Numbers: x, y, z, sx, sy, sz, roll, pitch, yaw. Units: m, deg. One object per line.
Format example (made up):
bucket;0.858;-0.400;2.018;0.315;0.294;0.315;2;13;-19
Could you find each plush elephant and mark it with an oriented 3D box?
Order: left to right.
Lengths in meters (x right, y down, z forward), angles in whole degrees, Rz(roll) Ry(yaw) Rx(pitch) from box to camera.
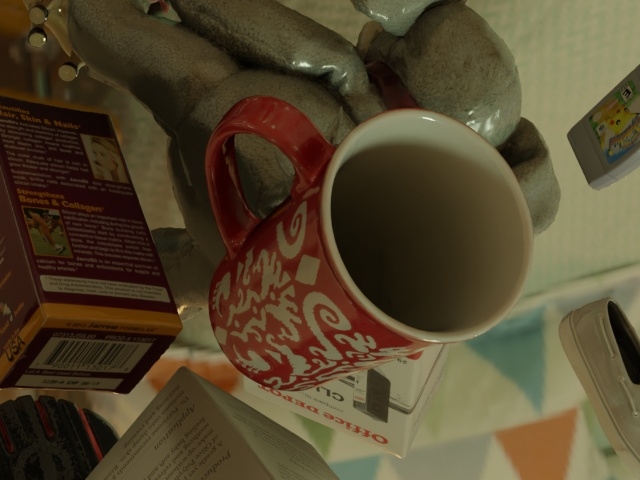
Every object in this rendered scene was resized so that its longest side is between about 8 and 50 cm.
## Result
plush elephant;0.021;-0.088;1.119;0.255;0.272;0.330;-28;-158;-32

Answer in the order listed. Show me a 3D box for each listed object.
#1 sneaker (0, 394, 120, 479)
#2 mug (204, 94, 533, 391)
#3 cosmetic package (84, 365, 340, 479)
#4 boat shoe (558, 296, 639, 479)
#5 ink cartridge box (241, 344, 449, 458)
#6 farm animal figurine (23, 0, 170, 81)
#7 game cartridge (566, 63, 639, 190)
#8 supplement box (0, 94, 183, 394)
sneaker;-0.356;0.239;1.631;0.314;0.116;0.136;-12;168;-28
mug;0.009;-0.001;0.823;0.113;0.150;0.169;-21;173;-30
cosmetic package;-0.028;0.265;0.998;0.197;0.365;0.155;-49;131;4
boat shoe;0.282;0.135;1.432;0.066;0.184;0.063;-10;160;-48
ink cartridge box;0.026;0.081;1.633;0.197;0.114;0.273;22;149;14
farm animal figurine;-0.293;-0.345;1.606;0.327;0.172;0.330;13;122;-10
game cartridge;0.195;-0.073;1.026;0.017;0.056;0.083;19;128;-38
supplement box;-0.176;0.002;1.067;0.104;0.188;0.081;8;137;-39
